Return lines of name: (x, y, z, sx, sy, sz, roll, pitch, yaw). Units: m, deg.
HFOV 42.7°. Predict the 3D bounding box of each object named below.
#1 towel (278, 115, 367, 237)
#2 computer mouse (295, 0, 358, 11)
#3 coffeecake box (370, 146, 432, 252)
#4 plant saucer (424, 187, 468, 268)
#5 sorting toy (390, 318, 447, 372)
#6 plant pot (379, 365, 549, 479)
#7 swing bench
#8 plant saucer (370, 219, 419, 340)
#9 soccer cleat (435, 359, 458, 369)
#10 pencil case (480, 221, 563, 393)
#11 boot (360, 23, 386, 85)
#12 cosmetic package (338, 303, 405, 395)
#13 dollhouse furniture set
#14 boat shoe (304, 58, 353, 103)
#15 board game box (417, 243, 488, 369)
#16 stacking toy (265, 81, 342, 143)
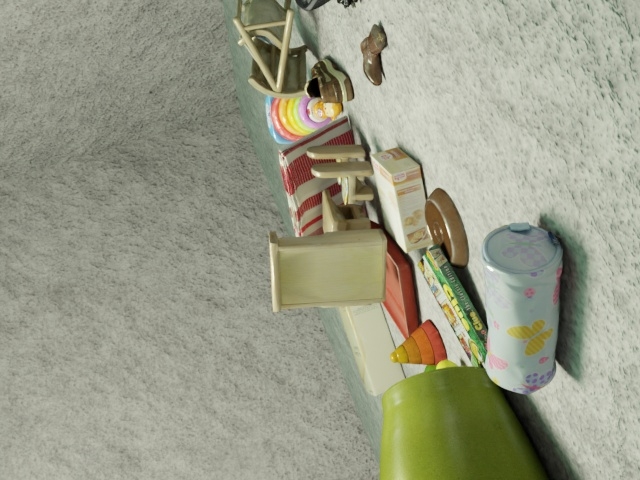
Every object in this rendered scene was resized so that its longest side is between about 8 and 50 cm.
towel: (0.015, -0.137, 2.172, 0.037, 0.237, 0.329, 27, 140, 44)
computer mouse: (0.014, -0.584, 1.806, 0.272, 0.072, 0.188, 5, 111, 67)
coffeecake box: (0.175, -0.090, 1.766, 0.142, 0.068, 0.185, -122, 16, -63)
plant saucer: (0.244, -0.020, 1.620, 0.168, 0.029, 0.168, 161, 90, -81)
sorting toy: (0.248, 0.367, 2.060, 0.127, 0.126, 0.365, -121, 16, -54)
plant pot: (0.259, 0.441, 1.552, 0.366, 0.366, 0.353, 87, 174, -60)
swing bench: (-0.128, -0.547, 2.207, 0.253, 0.165, 0.254, -93, -6, -49)
plant saucer: (0.189, 0.097, 2.138, 0.259, 0.048, 0.258, -122, 16, -54)
soccer cleat: (0.334, 0.380, 1.765, 0.121, 0.093, 0.289, -49, 48, 44)
pencil case: (0.301, 0.105, 1.239, 0.124, 0.113, 0.273, -103, 1, -53)
boot: (0.115, -0.379, 1.681, 0.114, 0.037, 0.106, 164, 86, -77)
cosmetic package: (0.158, 0.317, 2.564, 0.160, 0.113, 0.309, 136, 117, -80)
dollhouse furniture set: (0.000, 0.000, 1.979, 0.394, 0.256, 0.362, -104, 12, -65)
boat shoe: (0.002, -0.408, 2.112, 0.257, 0.095, 0.095, -129, 22, -67)
board game box: (0.276, 0.140, 1.642, 0.259, 0.030, 0.136, 62, 167, 13)
stacking toy: (-0.023, -0.362, 2.293, 0.302, 0.166, 0.175, 13, 112, 63)
